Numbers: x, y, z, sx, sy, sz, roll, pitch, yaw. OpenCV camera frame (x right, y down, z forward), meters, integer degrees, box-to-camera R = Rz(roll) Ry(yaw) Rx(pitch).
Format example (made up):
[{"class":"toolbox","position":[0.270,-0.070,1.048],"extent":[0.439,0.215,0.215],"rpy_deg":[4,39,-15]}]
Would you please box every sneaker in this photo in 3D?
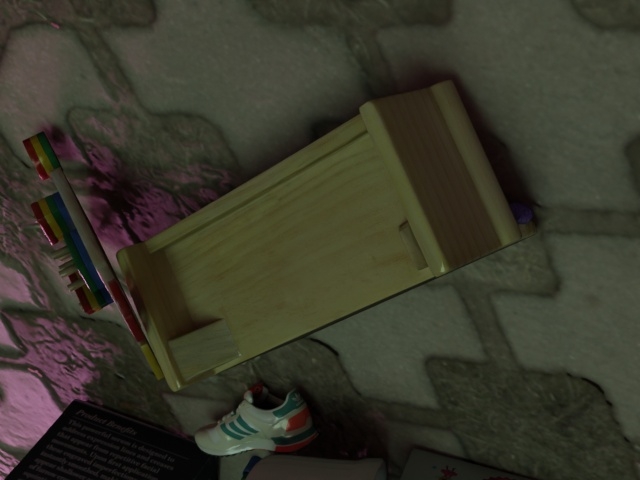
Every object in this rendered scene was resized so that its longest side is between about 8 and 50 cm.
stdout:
[{"class":"sneaker","position":[-0.078,0.197,1.224],"extent":[0.161,0.057,0.075],"rpy_deg":[-8,103,34]}]

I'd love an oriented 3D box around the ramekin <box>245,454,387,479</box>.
[{"class":"ramekin","position":[-0.018,0.356,1.137],"extent":[0.135,0.277,0.277],"rpy_deg":[7,127,10]}]

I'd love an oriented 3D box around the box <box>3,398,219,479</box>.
[{"class":"box","position":[-0.298,0.440,1.281],"extent":[0.212,0.395,0.293],"rpy_deg":[17,129,18]}]

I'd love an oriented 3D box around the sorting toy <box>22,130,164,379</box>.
[{"class":"sorting toy","position":[-0.236,0.024,1.093],"extent":[0.274,0.046,0.132],"rpy_deg":[57,169,31]}]

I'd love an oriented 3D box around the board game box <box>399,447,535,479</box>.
[{"class":"board game box","position":[0.189,0.389,1.188],"extent":[0.224,0.097,0.303],"rpy_deg":[12,130,19]}]

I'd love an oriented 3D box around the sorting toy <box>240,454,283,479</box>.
[{"class":"sorting toy","position":[-0.066,0.288,1.284],"extent":[0.061,0.042,0.102],"rpy_deg":[38,133,-3]}]

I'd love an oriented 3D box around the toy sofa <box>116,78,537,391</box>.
[{"class":"toy sofa","position":[0.000,0.000,0.986],"extent":[0.362,0.177,0.150],"rpy_deg":[-27,85,40]}]
